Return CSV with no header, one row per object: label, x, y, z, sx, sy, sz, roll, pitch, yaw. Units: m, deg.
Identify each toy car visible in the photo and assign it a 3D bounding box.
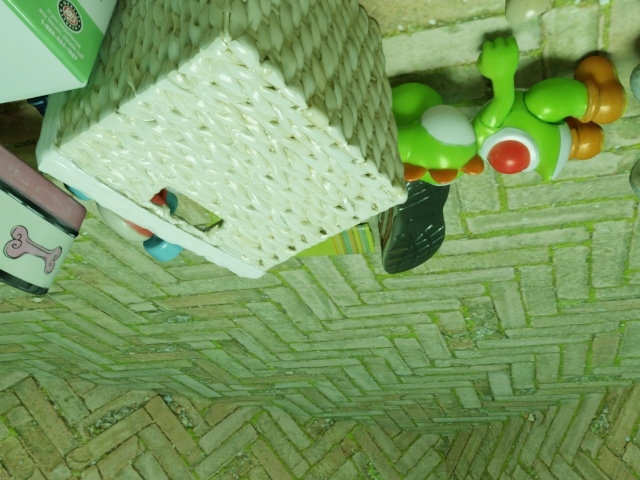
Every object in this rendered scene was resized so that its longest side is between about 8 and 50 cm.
toy car,-0.262,-0.129,0.994,0.238,0.210,0.219,-35,132,6

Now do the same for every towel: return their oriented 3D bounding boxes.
towel,0.000,0.000,1.323,0.237,0.021,0.102,-3,144,11

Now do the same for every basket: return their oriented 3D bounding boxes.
basket,-0.094,-0.185,0.706,0.266,0.331,0.328,-24,142,28

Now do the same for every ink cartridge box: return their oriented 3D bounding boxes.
ink cartridge box,-0.286,-0.304,0.546,0.117,0.278,0.201,-6,150,19

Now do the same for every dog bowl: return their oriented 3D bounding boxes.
dog bowl,-0.538,-0.096,0.885,0.408,0.150,0.408,35,168,9

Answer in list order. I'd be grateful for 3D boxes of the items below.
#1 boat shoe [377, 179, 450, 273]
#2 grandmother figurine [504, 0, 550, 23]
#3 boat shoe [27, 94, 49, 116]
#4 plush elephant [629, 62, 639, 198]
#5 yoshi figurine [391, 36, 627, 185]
boat shoe,0.165,-0.061,1.107,0.123,0.120,0.324,-13,145,-11
grandmother figurine,0.172,-0.376,0.555,0.208,0.104,0.342,-40,134,16
boat shoe,-0.358,-0.236,0.843,0.089,0.109,0.258,26,141,-30
plush elephant,0.553,-0.153,0.765,0.272,0.255,0.330,-8,151,5
yoshi figurine,0.234,-0.186,0.883,0.362,0.203,0.203,-11,-169,-5
